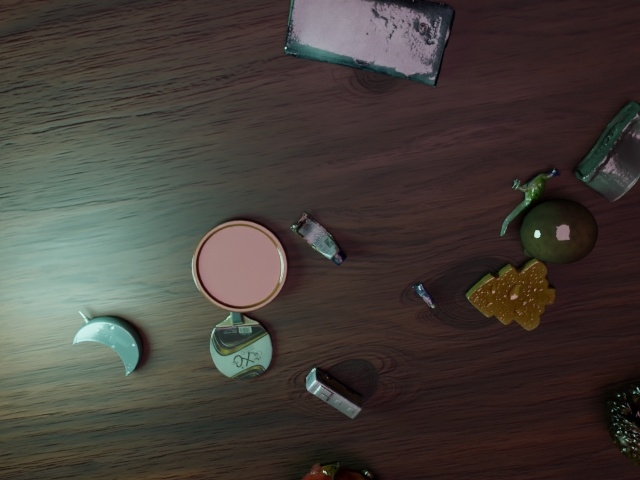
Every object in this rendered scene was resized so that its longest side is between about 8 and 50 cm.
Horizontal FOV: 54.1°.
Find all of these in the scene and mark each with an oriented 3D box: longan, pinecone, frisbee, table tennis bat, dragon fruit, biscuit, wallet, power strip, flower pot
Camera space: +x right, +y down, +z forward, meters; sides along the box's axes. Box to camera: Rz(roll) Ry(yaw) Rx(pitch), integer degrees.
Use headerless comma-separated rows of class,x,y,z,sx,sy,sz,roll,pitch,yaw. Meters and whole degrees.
longan,0.586,-0.014,1.561,0.184,0.159,0.204,20,145,-18
pinecone,0.918,0.481,1.680,0.292,0.246,0.246,-33,105,-3
frisbee,-0.210,0.068,1.646,0.250,0.021,0.251,0,99,-3
table tennis bat,-0.222,0.253,1.726,0.173,0.022,0.302,-4,110,0
dragon fruit,0.031,0.754,1.778,0.315,0.250,0.251,-34,110,-33
biscuit,0.506,0.143,1.670,0.238,0.041,0.212,0,114,1
wallet,0.111,-0.489,1.460,0.378,0.046,0.191,11,110,-3
power strip,-0.583,0.272,1.723,0.216,0.044,0.137,36,105,-11
flower pot,0.730,-0.215,1.514,0.108,0.103,0.229,30,107,-8

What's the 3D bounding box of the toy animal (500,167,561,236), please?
toy animal,0.506,-0.109,1.587,0.075,0.041,0.217,35,110,-12

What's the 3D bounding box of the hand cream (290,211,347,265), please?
hand cream,0.000,0.000,1.634,0.163,0.039,0.062,43,106,-6

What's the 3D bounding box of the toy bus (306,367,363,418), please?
toy bus,0.039,0.426,1.753,0.172,0.072,0.057,34,110,-9

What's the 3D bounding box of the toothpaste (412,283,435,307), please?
toothpaste,0.281,0.149,1.685,0.027,0.019,0.083,-29,106,35
